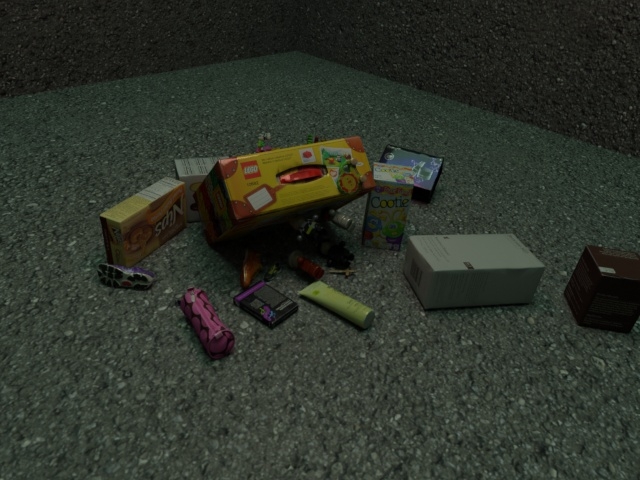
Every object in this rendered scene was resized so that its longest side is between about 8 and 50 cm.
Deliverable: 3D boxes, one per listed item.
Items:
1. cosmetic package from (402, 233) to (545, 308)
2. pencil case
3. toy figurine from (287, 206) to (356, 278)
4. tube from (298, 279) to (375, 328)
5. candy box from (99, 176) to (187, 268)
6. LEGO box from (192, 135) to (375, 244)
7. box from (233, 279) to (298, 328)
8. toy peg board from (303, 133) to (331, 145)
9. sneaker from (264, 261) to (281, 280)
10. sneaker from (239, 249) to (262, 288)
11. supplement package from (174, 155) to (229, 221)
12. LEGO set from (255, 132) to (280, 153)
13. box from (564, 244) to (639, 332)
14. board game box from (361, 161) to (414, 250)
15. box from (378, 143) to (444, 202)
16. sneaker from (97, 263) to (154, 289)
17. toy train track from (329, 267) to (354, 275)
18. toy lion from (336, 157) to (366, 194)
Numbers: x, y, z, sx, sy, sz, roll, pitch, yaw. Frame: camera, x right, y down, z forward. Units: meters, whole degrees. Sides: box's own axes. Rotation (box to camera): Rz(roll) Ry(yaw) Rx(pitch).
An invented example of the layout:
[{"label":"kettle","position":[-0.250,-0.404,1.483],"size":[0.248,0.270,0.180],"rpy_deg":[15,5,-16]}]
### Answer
[{"label":"cosmetic package","position":[0.490,0.093,1.647],"size":[0.384,0.156,0.217],"rpy_deg":[-4,33,-14]},{"label":"pencil case","position":[-0.309,0.218,1.368],"size":[0.095,0.098,0.209],"rpy_deg":[-17,41,-32]},{"label":"toy figurine","position":[0.000,0.000,1.654],"size":[0.213,0.210,0.148],"rpy_deg":[-21,35,-36]},{"label":"tube","position":[0.050,0.185,1.521],"size":[0.240,0.062,0.070],"rpy_deg":[25,-3,34]},{"label":"candy box","position":[-0.572,-0.064,1.672],"size":[0.087,0.183,0.316],"rpy_deg":[18,35,16]},{"label":"LEGO box","position":[-0.132,-0.164,1.710],"size":[0.499,0.193,0.372],"rpy_deg":[-16,-5,-29]},{"label":"box","position":[-0.162,0.188,1.503],"size":[0.162,0.029,0.116],"rpy_deg":[27,39,30]},{"label":"toy peg board","position":[-0.004,-0.454,2.466],"size":[0.160,0.079,0.161],"rpy_deg":[4,34,-3]},{"label":"sneaker","position":[-0.156,0.098,1.634],"size":[0.031,0.035,0.083],"rpy_deg":[19,35,20]},{"label":"sneaker","position":[-0.220,0.089,1.615],"size":[0.067,0.064,0.175],"rpy_deg":[13,35,-8]},{"label":"supplement package","position":[-0.427,-0.192,1.882],"size":[0.203,0.194,0.149],"rpy_deg":[-7,35,-19]},{"label":"LEGO set","position":[-0.241,-0.429,2.373],"size":[0.093,0.087,0.227],"rpy_deg":[-9,33,3]},{"label":"box","position":[0.901,0.151,1.588],"size":[0.168,0.203,0.167],"rpy_deg":[10,33,4]},{"label":"board game box","position":[0.238,-0.121,1.818],"size":[0.144,0.276,0.142],"rpy_deg":[7,33,2]},{"label":"box","position":[0.381,-0.295,2.203],"size":[0.261,0.103,0.184],"rpy_deg":[18,62,17]},{"label":"sneaker","position":[-0.590,0.106,1.538],"size":[0.169,0.068,0.071],"rpy_deg":[14,18,-3]},{"label":"toy train track","position":[0.071,0.106,1.683],"size":[0.083,0.014,0.048],"rpy_deg":[-1,33,2]},{"label":"toy lion","position":[0.090,-0.199,1.601],"size":[0.096,0.100,0.034],"rpy_deg":[-28,1,-21]}]
